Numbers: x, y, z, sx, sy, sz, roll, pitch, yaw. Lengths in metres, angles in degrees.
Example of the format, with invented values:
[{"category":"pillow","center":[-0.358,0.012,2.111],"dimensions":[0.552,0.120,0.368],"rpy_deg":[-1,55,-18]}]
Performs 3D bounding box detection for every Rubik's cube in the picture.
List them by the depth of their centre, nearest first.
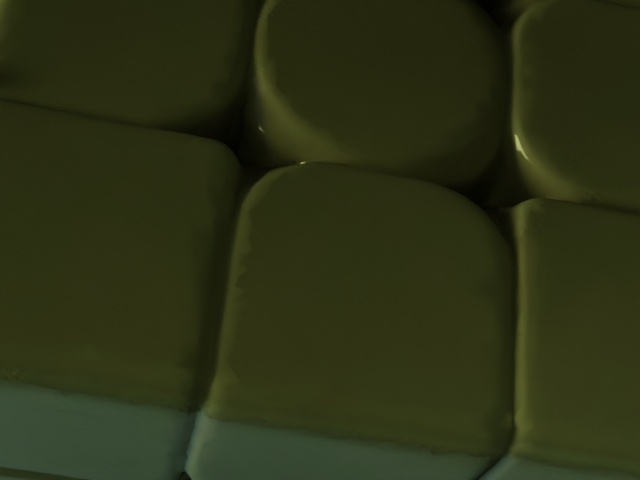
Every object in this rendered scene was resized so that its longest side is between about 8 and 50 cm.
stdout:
[{"category":"Rubik's cube","center":[0.000,0.000,0.518],"dimensions":[0.290,0.291,0.291],"rpy_deg":[110,166,-60]}]
